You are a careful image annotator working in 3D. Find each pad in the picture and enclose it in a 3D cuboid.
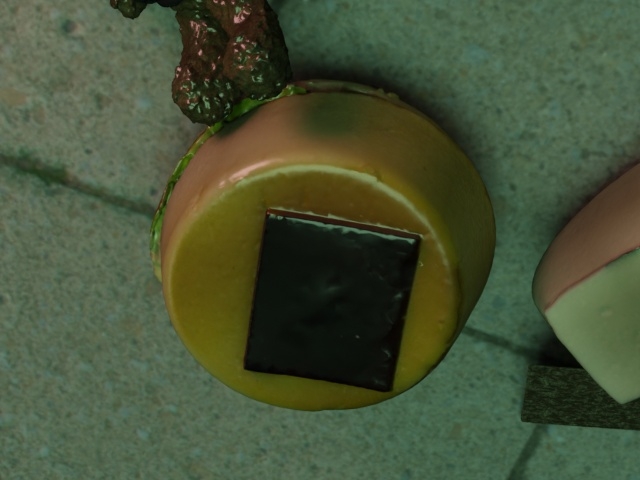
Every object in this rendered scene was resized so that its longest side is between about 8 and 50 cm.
[{"bbox_3d":[0.304,0.149,1.460,0.235,0.003,0.158,4,156,6],"label":"pad"}]

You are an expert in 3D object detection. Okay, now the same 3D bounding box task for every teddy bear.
[{"bbox_3d":[-0.111,-0.216,1.280,0.251,0.129,0.182,53,143,-5],"label":"teddy bear"}]

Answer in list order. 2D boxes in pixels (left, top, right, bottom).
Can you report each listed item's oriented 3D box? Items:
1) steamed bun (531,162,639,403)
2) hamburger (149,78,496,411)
[{"bbox_3d":[0.306,0.011,1.334,0.242,0.164,0.146,-32,110,28],"label":"steamed bun"},{"bbox_3d":[0.000,0.000,1.362,0.300,0.176,0.300,3,120,5],"label":"hamburger"}]
